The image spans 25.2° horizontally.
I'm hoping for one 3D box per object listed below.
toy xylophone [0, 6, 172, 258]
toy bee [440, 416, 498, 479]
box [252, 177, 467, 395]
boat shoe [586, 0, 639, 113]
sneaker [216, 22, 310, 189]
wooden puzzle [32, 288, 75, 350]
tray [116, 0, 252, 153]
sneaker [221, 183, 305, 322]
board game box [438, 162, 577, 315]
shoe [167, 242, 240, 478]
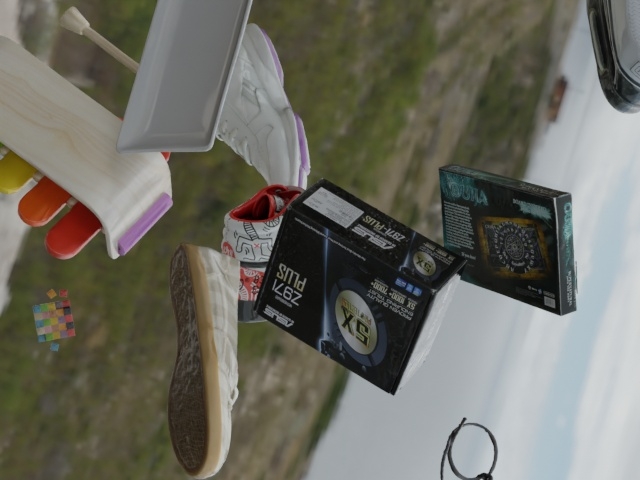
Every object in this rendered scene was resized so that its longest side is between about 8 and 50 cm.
[{"bbox_3d":[-0.300,-0.135,1.684,0.236,0.323,0.081,-41,169,-30],"label":"toy xylophone"},{"bbox_3d":[0.072,0.296,1.450,0.298,0.195,0.162,-62,-171,-9],"label":"toy bee"},{"bbox_3d":[0.038,0.047,1.475,0.077,0.180,0.147,-41,157,-50],"label":"box"},{"bbox_3d":[0.300,-0.280,1.388,0.119,0.121,0.335,133,-31,-60],"label":"boat shoe"},{"bbox_3d":[-0.104,-0.155,1.933,0.114,0.152,0.305,84,-12,-54],"label":"sneaker"},{"bbox_3d":[-0.356,0.107,1.912,0.006,0.049,0.083,-171,-109,-75],"label":"wooden puzzle"},{"bbox_3d":[-0.138,-0.218,1.613,0.030,0.145,0.270,34,64,-50],"label":"tray"},{"bbox_3d":[0.000,0.001,1.727,0.270,0.090,0.145,-13,114,-30],"label":"sneaker"},{"bbox_3d":[0.192,-0.004,1.487,0.026,0.186,0.126,-16,111,-30],"label":"board game box"},{"bbox_3d":[-0.092,0.100,1.231,0.076,0.058,0.219,-43,-136,47],"label":"shoe"}]
